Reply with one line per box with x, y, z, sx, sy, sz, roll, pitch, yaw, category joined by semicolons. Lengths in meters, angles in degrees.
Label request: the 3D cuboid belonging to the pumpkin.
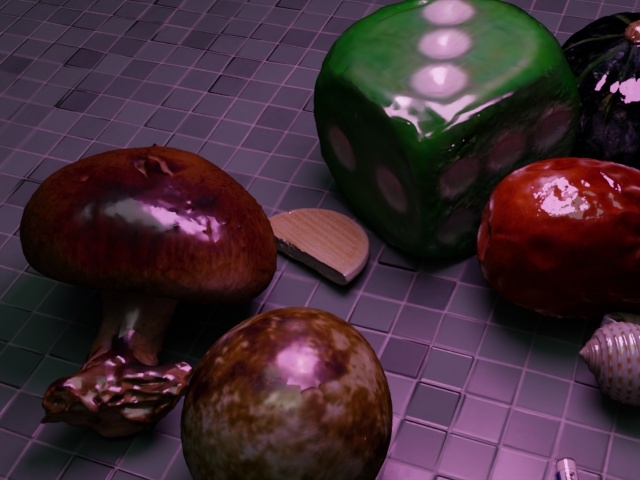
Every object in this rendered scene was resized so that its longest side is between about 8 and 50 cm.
0.502;-0.231;1.469;0.315;0.238;0.315;-6;46;6;pumpkin

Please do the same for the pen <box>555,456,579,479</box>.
0.289;0.336;1.059;0.025;0.025;0.204;-1;45;4;pen

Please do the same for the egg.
-0.033;0.191;1.084;0.238;0.238;0.289;6;36;11;egg

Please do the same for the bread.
0.005;0.000;1.420;0.193;0.036;0.112;29;49;34;bread

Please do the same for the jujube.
0.370;0.002;1.250;0.318;0.223;0.223;7;45;2;jujube

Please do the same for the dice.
0.180;-0.170;1.397;0.297;0.287;0.300;-28;48;-22;dice

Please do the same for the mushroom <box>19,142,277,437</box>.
-0.219;0.047;1.287;0.331;0.356;0.334;-12;7;-4;mushroom

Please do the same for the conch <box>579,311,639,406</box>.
0.396;0.149;1.185;0.153;0.102;0.135;25;32;-18;conch
